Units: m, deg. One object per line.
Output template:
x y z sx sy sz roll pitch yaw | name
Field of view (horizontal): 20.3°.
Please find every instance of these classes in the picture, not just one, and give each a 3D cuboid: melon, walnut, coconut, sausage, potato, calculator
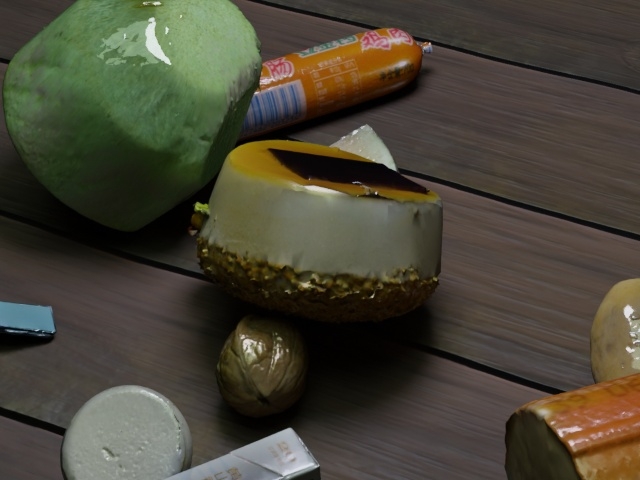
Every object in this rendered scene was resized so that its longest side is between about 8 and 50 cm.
0.059 -0.066 2.193 0.098 0.054 0.182 -26 43 -16 | melon
-0.062 0.132 1.916 0.105 0.105 0.124 -2 46 1 | walnut
-0.233 -0.169 2.174 0.281 0.328 0.328 27 27 -30 | coconut
0.010 -0.214 2.347 0.312 0.093 0.093 -19 41 -18 | sausage
0.344 0.122 1.893 0.109 0.118 0.178 -26 44 30 | potato
-0.386 0.085 2.020 0.172 0.018 0.057 6 36 -23 | calculator
0.345 0.228 1.667 0.287 0.233 0.233 -12 39 -13 | sausage

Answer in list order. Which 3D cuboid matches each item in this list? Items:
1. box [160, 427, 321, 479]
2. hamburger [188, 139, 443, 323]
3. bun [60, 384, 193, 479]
-0.111 0.286 1.688 0.233 0.149 0.067 -20 44 -19 | box
0.000 0.000 1.981 0.276 0.179 0.294 4 15 -28 | hamburger
-0.192 0.220 1.826 0.138 0.094 0.138 -2 76 10 | bun
